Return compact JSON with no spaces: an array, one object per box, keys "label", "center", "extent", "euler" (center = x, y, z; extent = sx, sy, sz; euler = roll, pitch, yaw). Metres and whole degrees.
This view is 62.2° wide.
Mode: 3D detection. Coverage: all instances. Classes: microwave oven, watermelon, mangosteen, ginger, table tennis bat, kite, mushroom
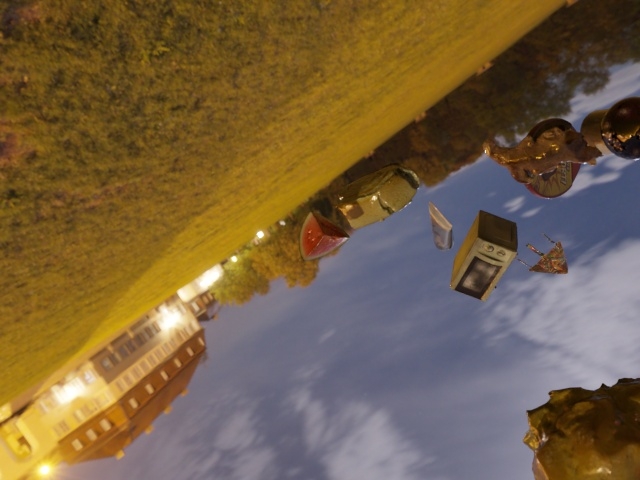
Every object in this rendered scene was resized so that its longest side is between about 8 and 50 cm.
[{"label":"microwave oven","center":[0.474,0.047,1.525],"extent":[0.163,0.129,0.205],"euler":[-62,172,-49]},{"label":"watermelon","center":[0.000,0.000,1.387],"extent":[0.135,0.125,0.094],"euler":[-56,-172,-12]},{"label":"mangosteen","center":[0.744,-0.267,1.242],"extent":[0.152,0.153,0.152],"euler":[-33,-176,2]},{"label":"ginger","center":[0.684,-0.261,1.636],"extent":[0.332,0.166,0.080],"euler":[-9,-162,20]},{"label":"table tennis bat","center":[0.829,-0.287,1.817],"extent":[0.414,0.268,0.051],"euler":[-12,-167,-27]},{"label":"kite","center":[0.741,0.059,1.730],"extent":[0.010,0.160,0.183],"euler":[-47,169,-36]},{"label":"mushroom","center":[0.984,-0.335,1.600],"extent":[0.177,0.126,0.397],"euler":[-51,-151,-7]}]

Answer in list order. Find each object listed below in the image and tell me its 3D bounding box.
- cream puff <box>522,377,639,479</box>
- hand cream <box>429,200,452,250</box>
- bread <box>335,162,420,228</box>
[{"label":"cream puff","center":[0.376,0.292,0.719],"extent":[0.281,0.282,0.185],"euler":[-35,-148,-23]},{"label":"hand cream","center":[0.340,-0.029,1.481],"extent":[0.058,0.091,0.271],"euler":[-35,157,3]},{"label":"bread","center":[0.169,-0.129,1.561],"extent":[0.257,0.124,0.186],"euler":[-19,-156,41]}]
